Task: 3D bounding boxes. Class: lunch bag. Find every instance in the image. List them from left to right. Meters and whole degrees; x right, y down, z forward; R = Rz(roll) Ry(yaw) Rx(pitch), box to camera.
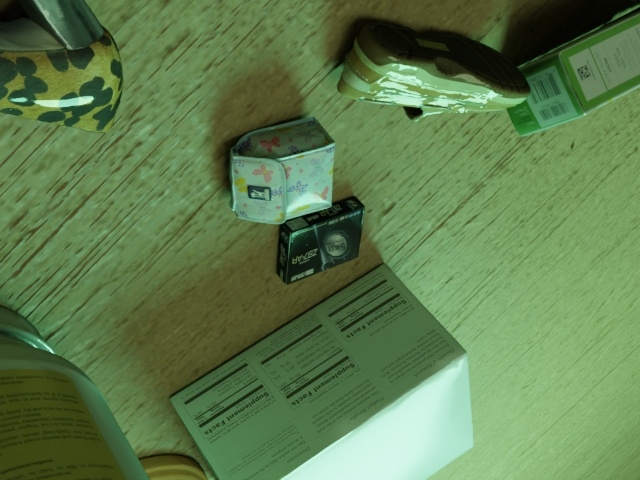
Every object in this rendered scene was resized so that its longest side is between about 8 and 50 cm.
[{"bbox_3d":[-0.033,-0.053,0.757,0.083,0.053,0.071,-14,135,-19],"label":"lunch bag"}]

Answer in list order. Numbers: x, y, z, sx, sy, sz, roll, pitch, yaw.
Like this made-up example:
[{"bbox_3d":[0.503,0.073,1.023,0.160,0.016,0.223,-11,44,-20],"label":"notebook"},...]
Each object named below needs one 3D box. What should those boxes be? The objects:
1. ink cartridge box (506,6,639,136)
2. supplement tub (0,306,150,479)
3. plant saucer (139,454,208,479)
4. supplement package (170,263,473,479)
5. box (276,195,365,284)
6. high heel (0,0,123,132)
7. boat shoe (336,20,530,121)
[{"bbox_3d":[0.280,-0.174,0.862,0.209,0.062,0.109,-28,-174,-18],"label":"ink cartridge box"},{"bbox_3d":[-0.223,0.222,0.628,0.241,0.331,0.241,-24,140,-22],"label":"supplement tub"},{"bbox_3d":[-0.203,0.310,0.985,0.200,0.037,0.200,-24,140,-22],"label":"plant saucer"},{"bbox_3d":[0.013,0.192,0.969,0.262,0.145,0.204,-31,142,-13],"label":"supplement package"},{"bbox_3d":[0.000,0.000,0.867,0.083,0.018,0.067,-20,138,-27],"label":"box"},{"bbox_3d":[-0.235,-0.066,0.524,0.261,0.093,0.186,-39,142,-13],"label":"high heel"},{"bbox_3d":[0.094,-0.134,0.789,0.190,0.068,0.072,7,135,-34],"label":"boat shoe"}]
